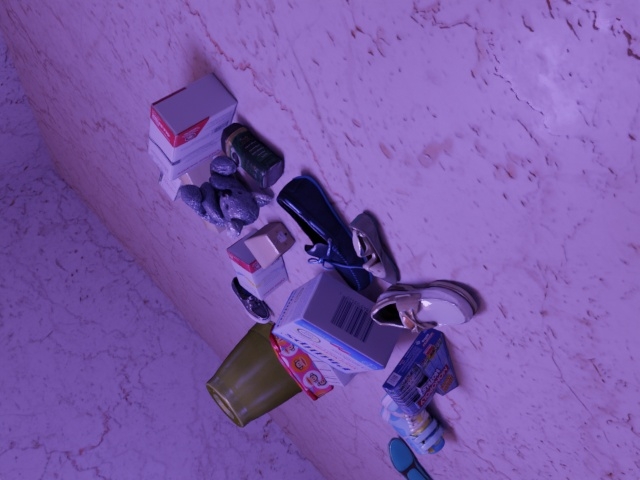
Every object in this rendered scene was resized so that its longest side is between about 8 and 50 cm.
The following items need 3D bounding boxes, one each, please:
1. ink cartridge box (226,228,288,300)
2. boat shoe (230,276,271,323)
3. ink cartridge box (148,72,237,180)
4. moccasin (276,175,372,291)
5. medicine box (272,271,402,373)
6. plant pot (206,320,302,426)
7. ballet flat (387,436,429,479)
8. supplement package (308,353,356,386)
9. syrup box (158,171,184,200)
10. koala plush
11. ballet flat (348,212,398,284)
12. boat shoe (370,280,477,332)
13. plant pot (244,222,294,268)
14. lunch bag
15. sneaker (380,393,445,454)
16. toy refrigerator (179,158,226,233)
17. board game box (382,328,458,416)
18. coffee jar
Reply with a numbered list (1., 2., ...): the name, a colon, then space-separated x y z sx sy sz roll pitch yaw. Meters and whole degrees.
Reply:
1. ink cartridge box: -0.208 0.082 1.908 0.127 0.128 0.176 30 147 38
2. boat shoe: -0.279 0.232 2.289 0.228 0.080 0.076 50 157 20
3. ink cartridge box: -0.358 -0.304 1.573 0.114 0.197 0.273 51 154 5
4. moccasin: 0.000 0.000 1.476 0.342 0.117 0.138 54 154 -7
5. medicine box: 0.041 0.239 1.586 0.263 0.149 0.289 31 156 -9
6. plant pot: -0.272 0.574 2.393 0.366 0.353 0.366 38 151 26
7. ballet flat: 0.310 0.816 2.079 0.247 0.083 0.087 55 168 -3
8. supplement package: 0.040 0.388 1.928 0.179 0.105 0.105 56 152 -10
9. syrup box: -0.492 -0.232 2.004 0.096 0.093 0.237 52 154 0
10. koala plush: -0.257 -0.107 1.698 0.221 0.196 0.203 26 156 41
11. ballet flat: 0.121 0.034 1.380 0.072 0.068 0.213 14 136 52
12. boat shoe: 0.232 0.166 1.329 0.113 0.103 0.302 57 154 -11
13. plant pot: -0.145 0.006 1.745 0.109 0.109 0.096 55 142 -7
14. lunch bag: -0.066 0.412 2.079 0.293 0.120 0.258 56 -178 -8
15. sneaker: 0.287 0.518 1.681 0.208 0.127 0.319 42 162 24
16. toy refrigerator: -0.376 -0.165 1.894 0.094 0.102 0.269 19 140 48
17. board game box: 0.271 0.354 1.462 0.060 0.194 0.194 19 154 49
18. coffee jar: -0.186 -0.229 1.526 0.184 0.079 0.096 42 155 16
